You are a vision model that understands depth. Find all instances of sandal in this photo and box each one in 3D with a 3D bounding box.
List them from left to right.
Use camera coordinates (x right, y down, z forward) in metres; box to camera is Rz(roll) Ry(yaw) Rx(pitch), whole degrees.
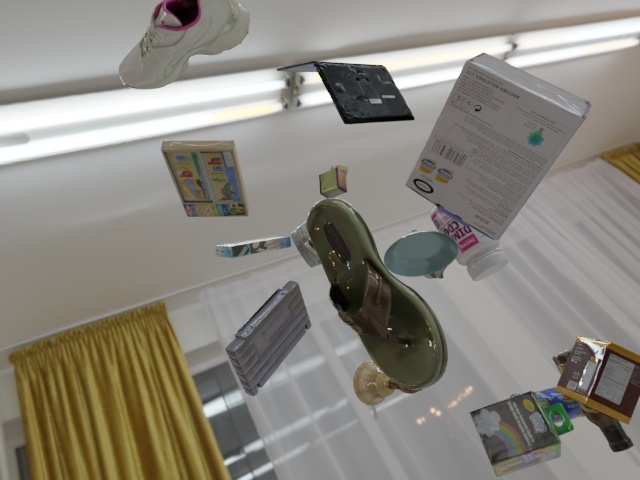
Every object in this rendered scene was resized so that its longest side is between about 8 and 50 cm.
[{"bbox_3d":[0.054,0.074,0.638,0.086,0.303,0.120,-8,-32,-51],"label":"sandal"}]

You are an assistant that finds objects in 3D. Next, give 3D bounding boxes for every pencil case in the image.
[{"bbox_3d":[0.838,0.613,1.701,0.306,0.133,0.119,-8,-25,-10],"label":"pencil case"}]

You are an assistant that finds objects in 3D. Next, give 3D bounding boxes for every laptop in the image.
[{"bbox_3d":[0.060,-0.361,1.126,0.234,0.264,0.136,-15,-18,-37],"label":"laptop"}]

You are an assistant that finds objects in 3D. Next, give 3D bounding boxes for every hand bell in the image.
[{"bbox_3d":[0.201,0.390,1.242,0.126,0.126,0.242,-16,-7,-28],"label":"hand bell"}]

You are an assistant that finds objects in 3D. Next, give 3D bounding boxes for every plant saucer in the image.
[{"bbox_3d":[0.260,0.026,1.201,0.194,0.037,0.195,-3,-39,-2],"label":"plant saucer"}]

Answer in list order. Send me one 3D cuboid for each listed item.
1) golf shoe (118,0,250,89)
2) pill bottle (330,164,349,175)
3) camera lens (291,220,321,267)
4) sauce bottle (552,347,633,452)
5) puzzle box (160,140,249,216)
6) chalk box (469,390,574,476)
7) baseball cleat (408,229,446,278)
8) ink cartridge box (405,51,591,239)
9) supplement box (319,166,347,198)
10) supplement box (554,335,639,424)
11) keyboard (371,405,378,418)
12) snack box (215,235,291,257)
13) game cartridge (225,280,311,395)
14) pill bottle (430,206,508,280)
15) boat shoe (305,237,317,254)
[{"bbox_3d":[-0.291,-0.397,0.881,0.306,0.115,0.140,-21,-13,20],"label":"golf shoe"},{"bbox_3d":[0.089,-0.334,2.154,0.083,0.043,0.043,12,-36,4],"label":"pill bottle"},{"bbox_3d":[0.023,-0.022,2.214,0.274,0.219,0.219,-31,-29,5],"label":"camera lens"},{"bbox_3d":[0.943,0.543,1.581,0.111,0.344,0.111,-21,-23,-9],"label":"sauce bottle"},{"bbox_3d":[-0.447,-0.235,1.832,0.272,0.052,0.409,0,-34,1],"label":"puzzle box"},{"bbox_3d":[0.498,0.466,1.120,0.213,0.132,0.132,-22,-44,9],"label":"chalk box"},{"bbox_3d":[0.388,0.046,1.619,0.072,0.109,0.206,-50,-56,-37],"label":"baseball cleat"},{"bbox_3d":[0.385,-0.191,1.083,0.151,0.270,0.396,-35,-26,-47],"label":"ink cartridge box"},{"bbox_3d":[0.045,-0.207,1.665,0.083,0.083,0.056,-19,-28,32],"label":"supplement box"},{"bbox_3d":[0.847,0.412,1.383,0.194,0.129,0.191,-64,-5,-5],"label":"supplement box"},{"bbox_3d":[0.167,0.515,1.520,0.014,0.072,0.256,-14,-41,2],"label":"keyboard"},{"bbox_3d":[-0.327,0.028,2.233,0.321,0.060,0.187,-10,7,-34],"label":"snack box"},{"bbox_3d":[-0.170,0.327,1.586,0.355,0.068,0.230,-46,-50,-40],"label":"game cartridge"},{"bbox_3d":[0.520,-0.012,1.602,0.160,0.283,0.160,-22,-24,-10],"label":"pill bottle"},{"bbox_3d":[0.000,0.000,1.750,0.069,0.081,0.228,-47,1,11],"label":"boat shoe"}]
